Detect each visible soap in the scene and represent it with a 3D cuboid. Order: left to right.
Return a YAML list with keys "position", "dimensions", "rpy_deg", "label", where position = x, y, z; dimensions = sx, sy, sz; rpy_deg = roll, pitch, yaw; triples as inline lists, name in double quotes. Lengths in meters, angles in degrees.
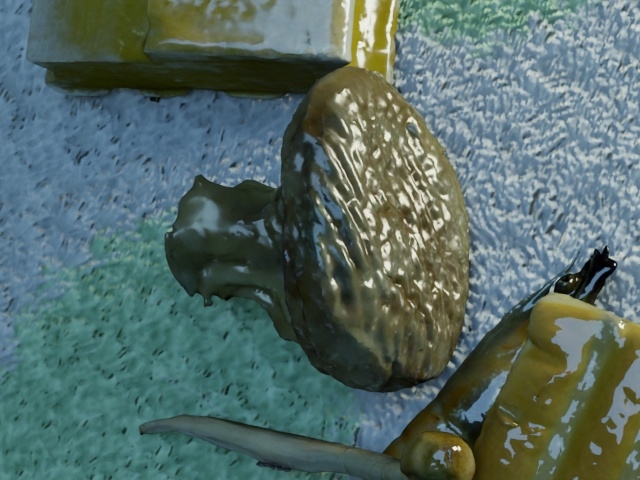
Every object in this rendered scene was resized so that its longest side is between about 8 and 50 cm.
- position: [-0.071, -0.244, 1.274]
  dimensions: [0.259, 0.143, 0.281]
  rpy_deg: [0, 81, 16]
  label: "soap"

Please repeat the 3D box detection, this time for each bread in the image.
- position: [0.189, 0.180, 1.068]
  dimensions: [0.239, 0.111, 0.246]
  rpy_deg: [23, 95, 17]
  label: "bread"

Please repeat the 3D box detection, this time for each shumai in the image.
- position: [0.000, 0.000, 1.197]
  dimensions: [0.153, 0.161, 0.210]
  rpy_deg: [-13, 95, 32]
  label: "shumai"

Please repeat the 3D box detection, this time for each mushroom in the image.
- position: [-0.006, 0.133, 1.147]
  dimensions: [0.306, 0.068, 0.043]
  rpy_deg: [-2, 47, 53]
  label: "mushroom"

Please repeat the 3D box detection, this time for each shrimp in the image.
- position: [0.156, 0.145, 1.162]
  dimensions: [0.198, 0.051, 0.262]
  rpy_deg: [37, 89, 13]
  label: "shrimp"
